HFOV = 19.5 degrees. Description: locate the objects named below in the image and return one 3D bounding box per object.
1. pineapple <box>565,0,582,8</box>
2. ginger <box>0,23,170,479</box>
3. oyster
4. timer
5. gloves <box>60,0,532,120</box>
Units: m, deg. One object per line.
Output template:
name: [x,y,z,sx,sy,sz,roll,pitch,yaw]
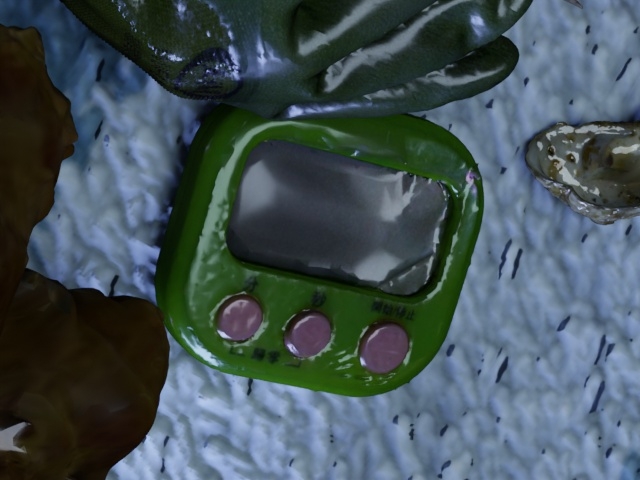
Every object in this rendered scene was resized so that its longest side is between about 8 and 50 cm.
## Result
pineapple: [0.125,-0.206,0.827,0.221,0.047,0.221,-5,101,-27]
ginger: [-0.179,0.091,0.674,0.274,0.152,0.357,9,86,-29]
oyster: [0.139,-0.040,0.886,0.083,0.038,0.080,19,66,0]
timer: [0.000,0.000,0.812,0.140,0.047,0.128,13,98,-27]
gloves: [-0.045,-0.108,0.722,0.268,0.135,0.107,14,96,-13]
